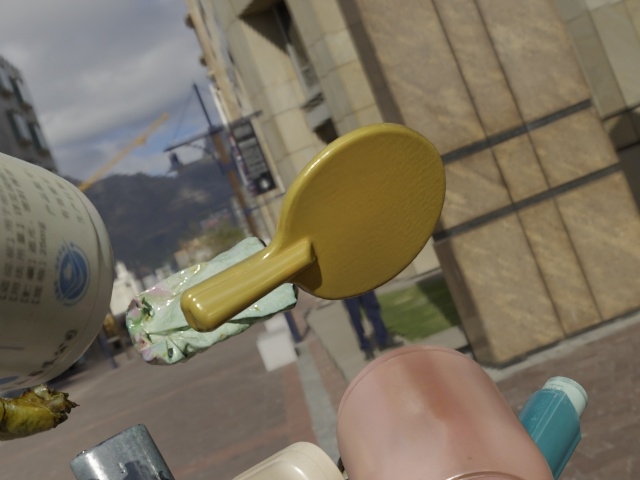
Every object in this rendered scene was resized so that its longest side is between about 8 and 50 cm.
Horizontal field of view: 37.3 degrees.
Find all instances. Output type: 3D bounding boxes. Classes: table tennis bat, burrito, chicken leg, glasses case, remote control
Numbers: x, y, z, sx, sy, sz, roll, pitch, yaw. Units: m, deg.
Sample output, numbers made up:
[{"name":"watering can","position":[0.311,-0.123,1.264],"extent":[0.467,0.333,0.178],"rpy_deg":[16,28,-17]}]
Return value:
[{"name":"table tennis bat","position":[0.000,0.000,0.977],"extent":[0.321,0.198,0.050],"rpy_deg":[-30,42,-17]},{"name":"burrito","position":[-0.149,0.090,1.285],"extent":[0.229,0.144,0.089],"rpy_deg":[-26,-43,-17]},{"name":"chicken leg","position":[-0.347,0.172,0.907],"extent":[0.228,0.103,0.088],"rpy_deg":[11,19,-47]},{"name":"glasses case","position":[-0.053,0.253,0.879],"extent":[0.196,0.083,0.050],"rpy_deg":[-36,-3,39]},{"name":"remote control","position":[-0.173,0.404,1.143],"extent":[0.107,0.377,0.044],"rpy_deg":[-26,-23,-23]}]

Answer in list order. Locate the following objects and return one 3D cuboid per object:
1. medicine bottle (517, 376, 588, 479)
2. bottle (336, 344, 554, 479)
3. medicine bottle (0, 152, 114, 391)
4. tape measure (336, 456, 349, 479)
[{"name":"medicine bottle","position":[0.252,0.264,1.200],"extent":[0.258,0.124,0.079],"rpy_deg":[-42,2,-38]},{"name":"bottle","position":[0.109,0.237,0.835],"extent":[0.206,0.173,0.297],"rpy_deg":[-50,18,8]},{"name":"medicine bottle","position":[-0.266,0.009,0.579],"extent":[0.170,0.170,0.293],"rpy_deg":[-22,-15,15]},{"name":"tape measure","position":[0.089,0.387,1.240],"extent":[0.133,0.271,0.231],"rpy_deg":[-22,-5,9]}]
